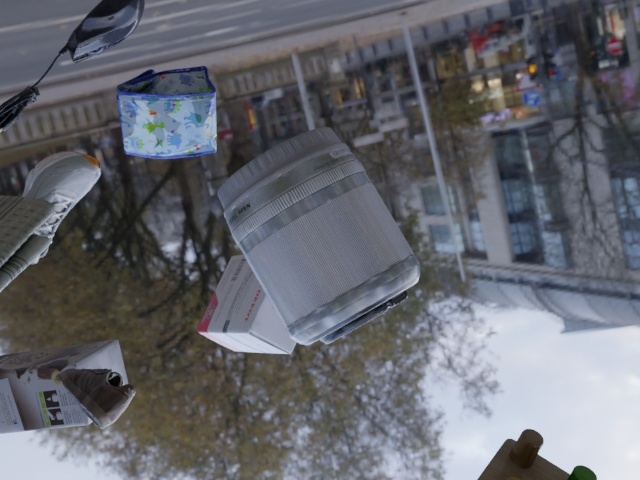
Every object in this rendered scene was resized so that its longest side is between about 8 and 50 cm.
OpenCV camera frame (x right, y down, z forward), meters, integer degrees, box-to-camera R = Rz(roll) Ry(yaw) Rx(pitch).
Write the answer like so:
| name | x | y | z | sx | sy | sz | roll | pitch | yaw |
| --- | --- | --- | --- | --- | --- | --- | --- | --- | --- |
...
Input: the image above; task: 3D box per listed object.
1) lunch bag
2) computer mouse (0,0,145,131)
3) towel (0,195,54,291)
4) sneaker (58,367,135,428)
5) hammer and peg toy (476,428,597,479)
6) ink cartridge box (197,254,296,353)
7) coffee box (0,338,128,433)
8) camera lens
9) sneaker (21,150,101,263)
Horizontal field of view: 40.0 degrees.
| name | x | y | z | sx | sy | sz | roll | pitch | yaw |
| --- | --- | --- | --- | --- | --- | --- | --- | --- | --- |
| lunch bag | -0.248 | -0.203 | 1.415 | 0.151 | 0.128 | 0.096 | -12 | -135 | -16 |
| computer mouse | -0.266 | -0.184 | 0.928 | 0.242 | 0.041 | 0.071 | -50 | -167 | -15 |
| towel | -0.564 | 0.022 | 1.202 | 0.312 | 0.056 | 0.324 | 8 | -146 | 10 |
| sneaker | -0.327 | 0.222 | 1.301 | 0.071 | 0.066 | 0.188 | -36 | -153 | -21 |
| hammer and peg toy | 0.367 | 0.440 | 1.213 | 0.361 | 0.127 | 0.266 | 31 | -146 | 21 |
| ink cartridge box | -0.113 | 0.115 | 1.636 | 0.100 | 0.171 | 0.237 | 32 | 161 | -24 |
| coffee box | -0.537 | 0.278 | 1.651 | 0.297 | 0.118 | 0.168 | -9 | -173 | 15 |
| camera lens | 0.000 | 0.000 | 1.294 | 0.219 | 0.274 | 0.219 | -30 | 175 | -3 |
| sneaker | -0.436 | -0.030 | 1.377 | 0.262 | 0.121 | 0.099 | -36 | 144 | 19 |
